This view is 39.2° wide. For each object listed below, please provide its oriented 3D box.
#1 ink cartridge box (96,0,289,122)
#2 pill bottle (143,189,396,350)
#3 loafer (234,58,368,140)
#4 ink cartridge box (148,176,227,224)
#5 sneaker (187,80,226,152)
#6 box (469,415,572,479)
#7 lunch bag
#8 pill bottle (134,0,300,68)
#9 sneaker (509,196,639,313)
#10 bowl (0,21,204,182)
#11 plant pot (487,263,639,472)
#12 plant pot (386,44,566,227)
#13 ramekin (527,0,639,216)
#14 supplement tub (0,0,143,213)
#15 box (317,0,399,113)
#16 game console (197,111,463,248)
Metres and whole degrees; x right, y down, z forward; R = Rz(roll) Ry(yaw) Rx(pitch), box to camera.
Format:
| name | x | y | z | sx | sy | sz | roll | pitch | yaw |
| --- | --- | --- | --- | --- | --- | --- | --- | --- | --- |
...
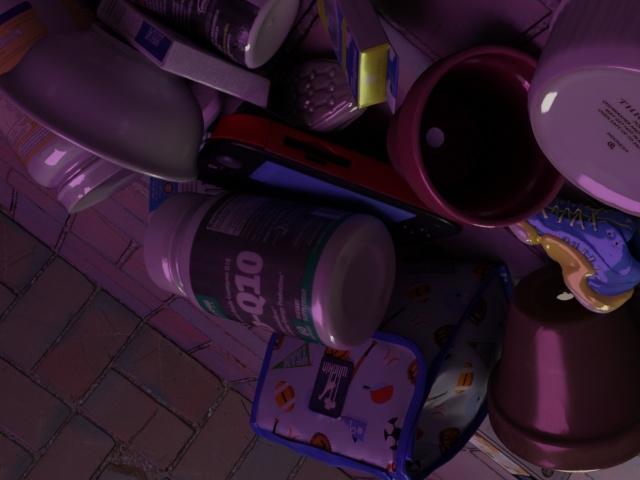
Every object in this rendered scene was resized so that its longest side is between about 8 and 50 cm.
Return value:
| name | x | y | z | sx | sy | sz | roll | pitch | yaw |
| --- | --- | --- | --- | --- | --- | --- | --- | --- | --- |
| ink cartridge box | -0.167 | -0.255 | 1.237 | 0.224 | 0.045 | 0.223 | 17 | -163 | -44 |
| pill bottle | -0.084 | 0.033 | 1.384 | 0.361 | 0.204 | 0.204 | 11 | 149 | 34 |
| loafer | -0.016 | -0.187 | 1.313 | 0.112 | 0.112 | 0.319 | 9 | 172 | -32 |
| ink cartridge box | -0.191 | -0.023 | 1.653 | 0.233 | 0.171 | 0.168 | 0 | 161 | -4 |
| sneaker | -0.193 | -0.192 | 1.586 | 0.151 | 0.094 | 0.256 | 18 | 151 | -28 |
| box | 0.367 | 0.335 | 1.717 | 0.290 | 0.169 | 0.087 | 38 | 161 | -9 |
| lunch bag | 0.104 | 0.200 | 1.468 | 0.328 | 0.385 | 0.238 | 7 | 136 | 41 |
| pill bottle | -0.159 | -0.334 | 1.159 | 0.246 | 0.130 | 0.130 | 31 | 158 | 10 |
| sneaker | 0.337 | -0.023 | 1.170 | 0.240 | 0.091 | 0.126 | 47 | 128 | -2 |
| bowl | -0.275 | -0.209 | 1.236 | 0.298 | 0.134 | 0.298 | 28 | -167 | -7 |
| plant pot | 0.362 | 0.165 | 1.312 | 0.263 | 0.263 | 0.229 | 16 | 134 | 40 |
| plant pot | 0.169 | -0.120 | 1.067 | 0.201 | 0.201 | 0.180 | 41 | 173 | -14 |
| ramekin | 0.327 | -0.132 | 0.870 | 0.273 | 0.127 | 0.273 | 30 | 158 | 14 |
| supplement tub | -0.423 | -0.237 | 1.490 | 0.331 | 0.241 | 0.241 | 57 | 156 | -2 |
| box | 0.040 | -0.241 | 1.048 | 0.109 | 0.043 | 0.178 | 86 | 165 | -63 |
| game console | 0.000 | -0.073 | 1.376 | 0.387 | 0.060 | 0.342 | 20 | 165 | -13 |
